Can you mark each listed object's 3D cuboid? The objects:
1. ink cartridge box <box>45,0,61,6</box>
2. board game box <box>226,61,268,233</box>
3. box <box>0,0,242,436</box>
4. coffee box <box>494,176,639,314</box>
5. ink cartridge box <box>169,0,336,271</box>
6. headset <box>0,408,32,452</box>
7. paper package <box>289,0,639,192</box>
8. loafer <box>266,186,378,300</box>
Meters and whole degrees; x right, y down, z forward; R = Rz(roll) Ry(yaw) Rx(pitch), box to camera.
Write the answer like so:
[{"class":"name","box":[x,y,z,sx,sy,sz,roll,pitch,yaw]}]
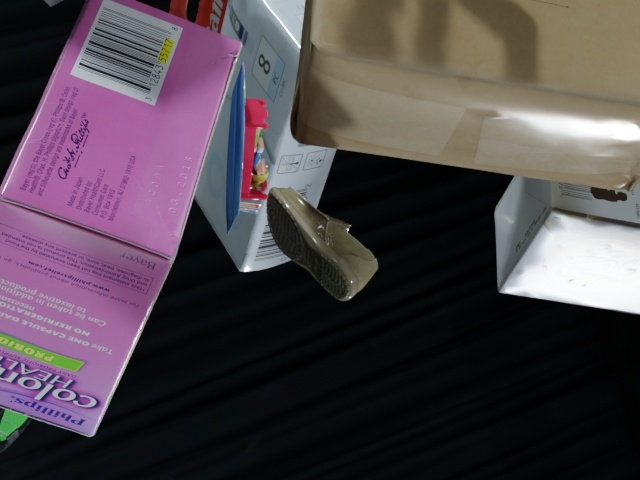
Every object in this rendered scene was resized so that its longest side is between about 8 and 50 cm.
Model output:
[{"class":"ink cartridge box","box":[-0.212,-0.303,0.868,0.219,0.092,0.160,46,-40,1]},{"class":"board game box","box":[-0.060,-0.079,1.078,0.168,0.033,0.133,136,-44,-77]},{"class":"box","box":[-0.166,-0.017,0.893,0.243,0.117,0.214,120,-14,-48]},{"class":"coffee box","box":[0.355,-0.010,1.307,0.168,0.297,0.119,113,-16,-55]},{"class":"ink cartridge box","box":[-0.111,-0.205,1.394,0.385,0.091,0.308,53,-37,32]},{"class":"headset","box":[-0.329,0.060,1.431,0.394,0.185,0.243,-60,178,14]},{"class":"paper package","box":[0.150,-0.228,1.120,0.168,0.324,0.310,106,-9,-66]},{"class":"loafer","box":[0.000,0.000,1.153,0.148,0.050,0.056,49,-37,32]}]
